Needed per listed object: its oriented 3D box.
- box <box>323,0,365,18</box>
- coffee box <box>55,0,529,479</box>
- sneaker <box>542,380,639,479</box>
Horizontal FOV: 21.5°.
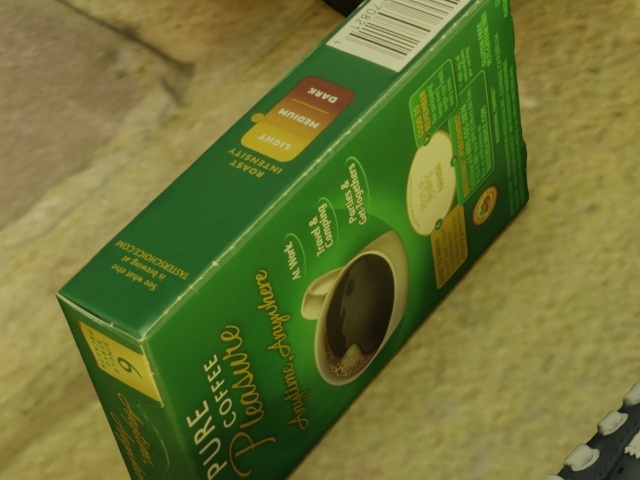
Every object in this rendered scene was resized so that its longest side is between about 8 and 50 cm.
[{"bbox_3d":[-0.018,-0.243,0.748,0.143,0.165,0.270,-33,49,-19],"label":"box"},{"bbox_3d":[0.000,0.000,0.552,0.040,0.113,0.184,26,59,30],"label":"coffee box"},{"bbox_3d":[0.077,0.086,0.463,0.153,0.099,0.282,6,52,16],"label":"sneaker"}]
